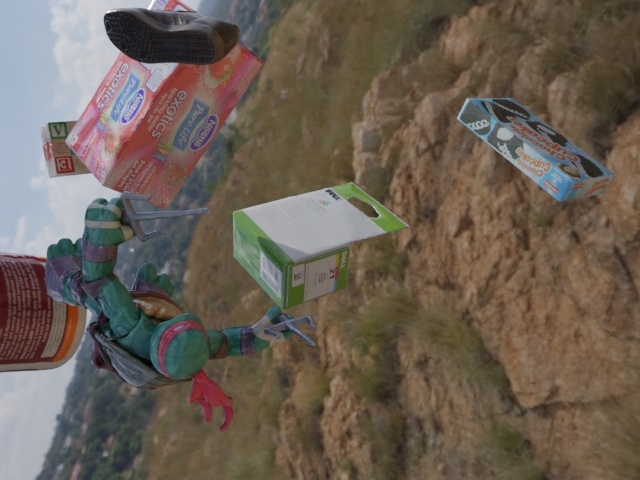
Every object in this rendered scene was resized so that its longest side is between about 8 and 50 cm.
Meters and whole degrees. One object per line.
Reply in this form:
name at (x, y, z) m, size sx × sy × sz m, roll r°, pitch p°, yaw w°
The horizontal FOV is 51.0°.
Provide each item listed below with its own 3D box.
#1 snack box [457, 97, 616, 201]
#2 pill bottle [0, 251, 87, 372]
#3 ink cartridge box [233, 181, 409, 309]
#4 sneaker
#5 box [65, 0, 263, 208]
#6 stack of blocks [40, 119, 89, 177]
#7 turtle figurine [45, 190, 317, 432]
snack box at (0.480, -0.212, 1.506) m, size 0.322 × 0.187 × 0.060 m, roll 48°, pitch 131°, yaw 31°
pill bottle at (-0.639, 0.123, 1.179) m, size 0.224 × 0.392 × 0.224 m, roll -6°, pitch 81°, yaw 36°
ink cartridge box at (0.000, 0.000, 1.184) m, size 0.189 × 0.255 × 0.097 m, roll 42°, pitch 138°, yaw 44°
sneaker at (-0.192, -0.267, 0.873) m, size 0.071 × 0.188 × 0.066 m, roll -47°, pitch -31°, yaw -46°
box at (-0.254, -0.224, 1.093) m, size 0.154 × 0.142 × 0.300 m, roll 42°, pitch 101°, yaw 35°
stack of blocks at (-0.560, -0.267, 1.746) m, size 0.087 × 0.297 × 0.171 m, roll -4°, pitch 96°, yaw 55°
turtle figurine at (-0.119, 0.048, 0.490) m, size 0.234 × 0.175 × 0.118 m, roll 8°, pitch 57°, yaw 54°
